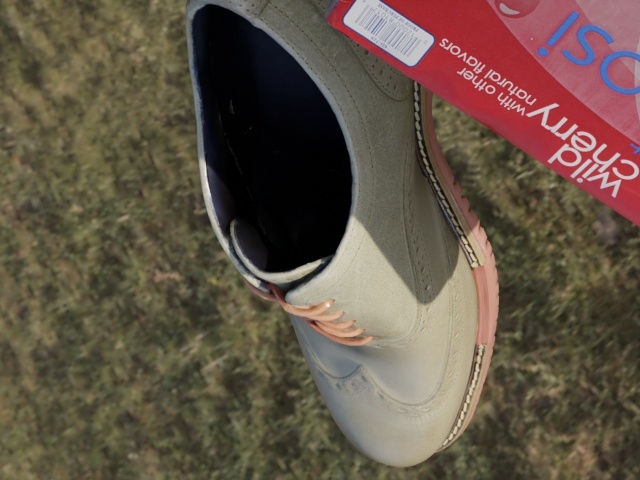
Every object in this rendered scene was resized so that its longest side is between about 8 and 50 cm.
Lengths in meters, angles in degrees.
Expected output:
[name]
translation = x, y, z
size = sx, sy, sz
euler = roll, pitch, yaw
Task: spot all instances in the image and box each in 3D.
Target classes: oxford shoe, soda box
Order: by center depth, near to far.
[soda box]
translation = 0.138, -0.053, 0.423
size = 0.263, 0.092, 0.083
euler = 32, 130, -10
[oxford shoe]
translation = 0.000, 0.000, 0.661
size = 0.140, 0.146, 0.397
euler = 8, 133, 28
